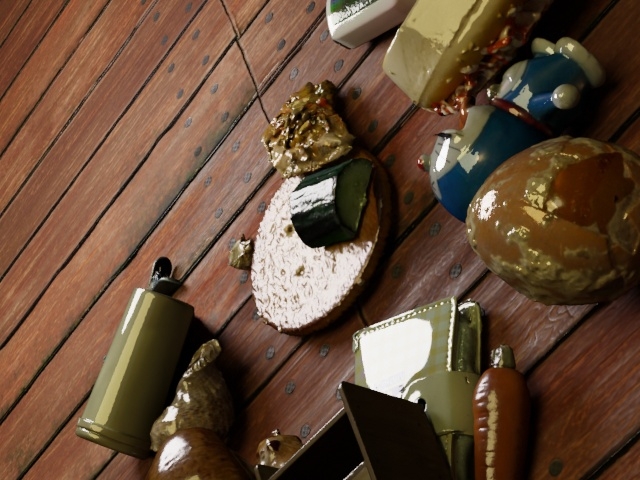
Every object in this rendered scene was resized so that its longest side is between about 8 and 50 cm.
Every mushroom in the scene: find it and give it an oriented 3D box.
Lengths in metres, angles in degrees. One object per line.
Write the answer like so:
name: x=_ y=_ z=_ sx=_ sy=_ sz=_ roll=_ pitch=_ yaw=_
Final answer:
mushroom: x=-0.084 y=0.366 z=1.756 sx=0.259 sy=0.345 sz=0.345 roll=-34 pitch=36 yaw=-9

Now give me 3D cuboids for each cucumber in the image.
cucumber: x=0.012 y=-0.057 z=1.972 sx=0.115 sy=0.062 sz=0.116 roll=-18 pitch=55 yaw=51

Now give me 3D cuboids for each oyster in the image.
oyster: x=-0.115 y=0.015 z=2.187 sx=0.081 sy=0.038 sz=0.083 roll=-54 pitch=13 yaw=40

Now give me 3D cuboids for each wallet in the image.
wallet: x=0.117 y=0.235 z=1.741 sx=0.223 sy=0.077 sz=0.309 roll=-30 pitch=49 yaw=45

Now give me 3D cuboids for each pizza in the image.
pizza: x=-0.028 y=-0.165 z=2.092 sx=0.147 sy=0.069 sz=0.226 roll=-39 pitch=28 yaw=14

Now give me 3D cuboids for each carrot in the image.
carrot: x=0.204 y=0.284 z=1.607 sx=0.069 sy=0.069 sz=0.336 roll=-12 pitch=68 yaw=49

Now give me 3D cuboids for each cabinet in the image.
cabinet: x=0.047 y=0.308 z=1.597 sx=0.175 sy=0.148 sz=0.215 roll=-47 pitch=43 yaw=26

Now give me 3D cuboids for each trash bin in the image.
trash bin: x=-0.284 y=0.208 z=2.175 sx=0.243 sy=0.121 sz=0.247 roll=126 pitch=163 yaw=-82

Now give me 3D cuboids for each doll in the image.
doll: x=0.235 y=-0.136 z=1.704 sx=0.257 sy=0.161 sz=0.215 roll=-58 pitch=7 yaw=-4

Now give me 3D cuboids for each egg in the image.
egg: x=0.276 y=-0.021 z=1.551 sx=0.233 sy=0.195 sz=0.195 roll=9 pitch=78 yaw=26

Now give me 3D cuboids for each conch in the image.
conch: x=-0.194 y=0.248 z=2.081 sx=0.155 sy=0.130 sz=0.207 roll=0 pitch=80 yaw=55

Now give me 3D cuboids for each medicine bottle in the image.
medicine bottle: x=0.103 y=-0.377 z=2.067 sx=0.219 sy=0.078 sz=0.115 roll=-24 pitch=53 yaw=45

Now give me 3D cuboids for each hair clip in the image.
hair clip: x=-0.313 y=0.135 z=2.377 sx=0.229 sy=0.039 sz=0.070 roll=-55 pitch=39 yaw=20

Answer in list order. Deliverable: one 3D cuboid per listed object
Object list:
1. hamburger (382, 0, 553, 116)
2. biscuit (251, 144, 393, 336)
hamburger: x=0.206 y=-0.299 z=1.808 sx=0.295 sy=0.151 sz=0.227 roll=-59 pitch=-1 yaw=18
biscuit: x=0.000 y=0.000 z=2.040 sx=0.305 sy=0.038 sz=0.305 roll=-29 pitch=49 yaw=40
